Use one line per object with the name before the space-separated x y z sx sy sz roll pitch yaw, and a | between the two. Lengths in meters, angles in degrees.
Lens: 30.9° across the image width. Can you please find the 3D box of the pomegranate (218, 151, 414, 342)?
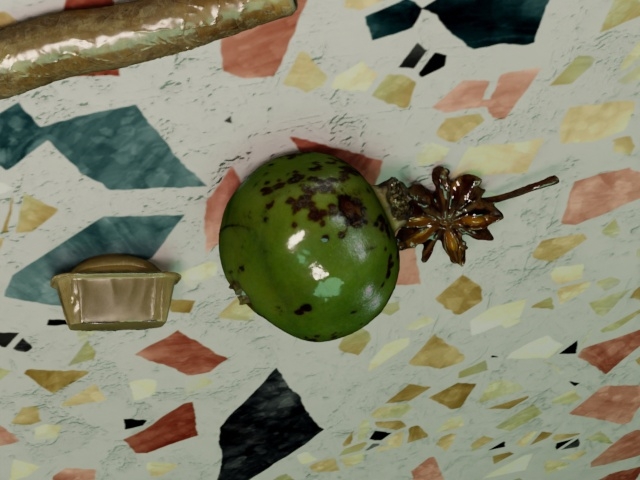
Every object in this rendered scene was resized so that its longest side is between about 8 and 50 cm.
pomegranate | 0.000 0.000 1.518 0.270 0.254 0.254 -31 143 2

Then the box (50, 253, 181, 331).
box | -0.282 0.070 1.601 0.177 0.111 0.111 -2 141 -15

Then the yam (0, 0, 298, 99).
yam | -0.199 -0.233 1.258 0.356 0.081 0.081 -17 144 -4

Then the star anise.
star anise | 0.212 -0.034 1.681 0.234 0.073 0.177 6 132 -5
